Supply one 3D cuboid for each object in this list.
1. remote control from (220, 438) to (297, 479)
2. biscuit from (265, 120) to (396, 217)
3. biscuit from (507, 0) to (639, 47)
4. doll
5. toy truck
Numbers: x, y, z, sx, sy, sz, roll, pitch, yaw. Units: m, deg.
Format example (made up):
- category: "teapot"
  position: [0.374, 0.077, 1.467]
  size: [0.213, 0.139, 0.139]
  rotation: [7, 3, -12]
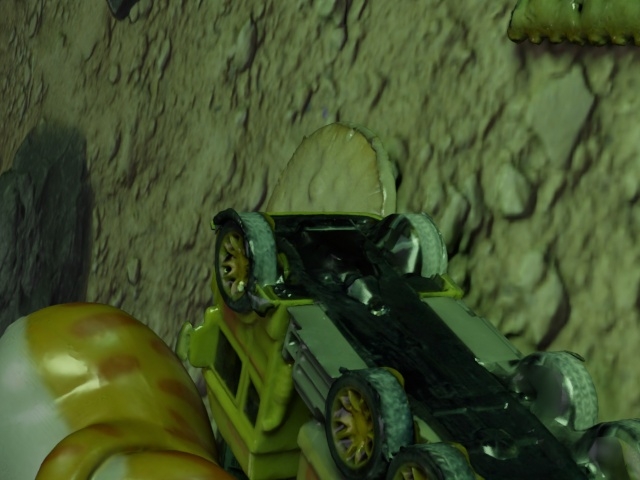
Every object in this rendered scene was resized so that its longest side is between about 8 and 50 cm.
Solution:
- category: "remote control"
  position: [-0.039, 0.220, 0.730]
  size: [0.098, 0.038, 0.233]
  rotation: [0, 79, 57]
- category: "biscuit"
  position: [0.000, 0.000, 0.753]
  size: [0.152, 0.020, 0.152]
  rotation: [-25, 60, 52]
- category: "biscuit"
  position: [0.166, -0.154, 0.542]
  size: [0.203, 0.016, 0.144]
  rotation: [18, 96, 57]
- category: "doll"
  position: [-0.113, 0.155, 0.680]
  size: [0.167, 0.162, 0.269]
  rotation: [-60, 34, 19]
- category: "toy truck"
  position: [0.034, 0.101, 0.577]
  size: [0.272, 0.124, 0.157]
  rotation: [49, 131, 49]
